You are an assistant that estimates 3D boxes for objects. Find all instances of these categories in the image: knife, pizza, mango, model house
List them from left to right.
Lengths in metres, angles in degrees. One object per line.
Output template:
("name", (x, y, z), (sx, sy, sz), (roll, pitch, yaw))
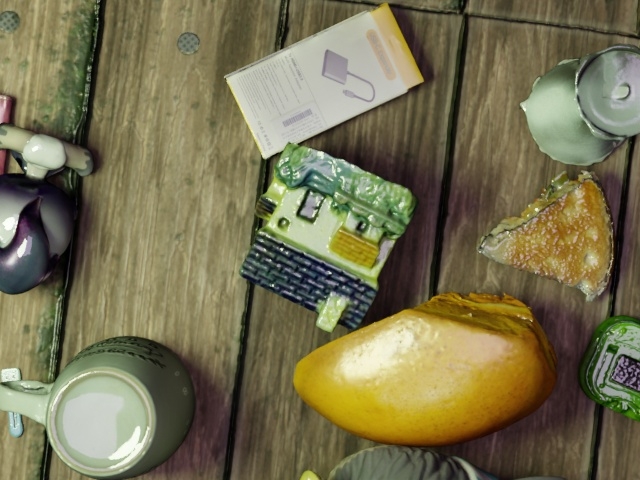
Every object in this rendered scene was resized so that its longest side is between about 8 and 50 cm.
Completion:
("knife", (-0.422, 0.223, 1.745), (0.027, 0.010, 0.096), (-6, 89, -1))
("model house", (0.000, 0.000, 1.678), (0.194, 0.170, 0.211), (25, 89, -2))
("mango", (0.136, 0.168, 1.671), (0.350, 0.201, 0.199), (-12, 56, 6))
("pizza", (0.306, -0.001, 1.740), (0.195, 0.052, 0.185), (-7, 96, -5))

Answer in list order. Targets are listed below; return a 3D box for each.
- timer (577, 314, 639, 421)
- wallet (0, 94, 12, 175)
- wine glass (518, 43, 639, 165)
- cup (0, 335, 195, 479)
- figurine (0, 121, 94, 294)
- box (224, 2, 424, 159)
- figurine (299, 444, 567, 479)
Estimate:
("timer", (0.431, 0.177, 1.741), (0.140, 0.047, 0.128), (25, 89, 0))
("wallet", (-0.494, -0.091, 1.743), (0.119, 0.025, 0.232), (7, 90, -1))
("wine glass", (0.361, -0.179, 1.654), (0.156, 0.232, 0.156), (0, 89, -1))
("cup", (-0.302, 0.217, 1.639), (0.258, 0.234, 0.186), (6, 88, 1))
("figurine", (-0.384, -0.036, 1.691), (0.145, 0.145, 0.222), (13, 87, -1))
("box", (0.006, -0.218, 1.749), (0.247, 0.033, 0.129), (-24, 89, -1))
("figurine", (0.173, 0.348, 1.602), (0.378, 0.361, 0.266), (-22, 89, -28))
